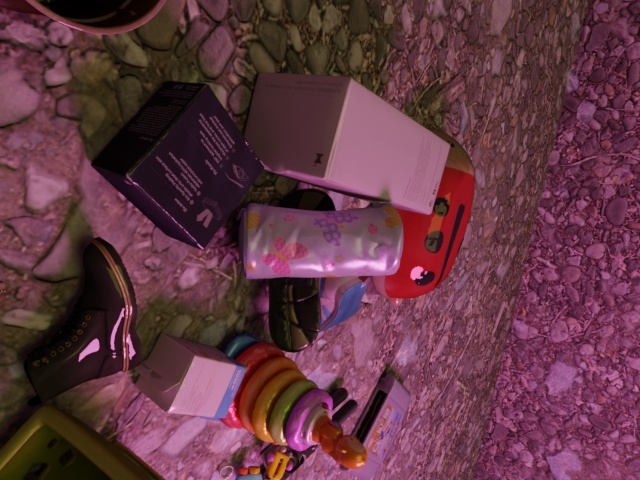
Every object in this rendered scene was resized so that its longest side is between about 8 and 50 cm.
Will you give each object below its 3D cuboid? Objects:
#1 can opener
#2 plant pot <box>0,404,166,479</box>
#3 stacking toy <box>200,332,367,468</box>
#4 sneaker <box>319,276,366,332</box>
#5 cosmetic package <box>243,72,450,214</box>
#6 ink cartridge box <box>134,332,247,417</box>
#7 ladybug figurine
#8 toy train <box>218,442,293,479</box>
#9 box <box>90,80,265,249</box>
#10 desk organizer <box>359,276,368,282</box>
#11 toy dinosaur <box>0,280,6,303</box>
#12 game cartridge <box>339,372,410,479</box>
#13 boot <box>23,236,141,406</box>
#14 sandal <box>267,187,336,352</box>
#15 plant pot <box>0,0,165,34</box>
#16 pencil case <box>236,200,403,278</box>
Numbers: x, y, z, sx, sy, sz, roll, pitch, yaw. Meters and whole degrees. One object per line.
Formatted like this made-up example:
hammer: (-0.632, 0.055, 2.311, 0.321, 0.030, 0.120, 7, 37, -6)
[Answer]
can opener: (-0.028, 0.457, 1.106, 0.283, 0.076, 0.095, -26, 157, -44)
plant pot: (-0.294, 0.375, 0.583, 0.228, 0.227, 0.207, -55, 154, -21)
stacking toy: (-0.045, 0.291, 0.799, 0.175, 0.301, 0.166, 42, 72, -50)
sneaker: (0.028, 0.114, 0.974, 0.087, 0.092, 0.229, -23, 153, -27)
cosmetic package: (0.060, -0.156, 0.835, 0.365, 0.196, 0.155, 10, 97, -54)
ink cartridge box: (-0.205, 0.211, 0.735, 0.143, 0.092, 0.090, 37, 75, -53)
ladybug figurine: (0.261, -0.048, 1.163, 0.305, 0.161, 0.450, 4, 102, -53)
toy train: (-0.128, 0.446, 0.972, 0.166, 0.046, 0.125, -35, 95, -28)
box: (-0.182, -0.100, 0.632, 0.158, 0.093, 0.156, -57, 141, -20)
desk organizer: (0.073, 0.073, 1.059, 0.130, 0.047, 0.050, -41, 115, -34)
toy dinosaur: (-0.400, -0.005, 0.424, 0.268, 0.064, 0.118, 35, 84, -49)
game cartridge: (0.172, 0.559, 1.402, 0.297, 0.062, 0.198, -59, 137, -17)
boot: (-0.305, 0.106, 0.584, 0.137, 0.076, 0.198, -22, 120, -40)
sandal: (-0.046, 0.051, 0.875, 0.120, 0.086, 0.303, 9, 88, -9)
plant pot: (-0.245, -0.272, 0.417, 0.167, 0.165, 0.167, -25, 123, -45)
pencil case: (0.000, 0.000, 0.779, 0.273, 0.113, 0.124, -2, 105, -9)
